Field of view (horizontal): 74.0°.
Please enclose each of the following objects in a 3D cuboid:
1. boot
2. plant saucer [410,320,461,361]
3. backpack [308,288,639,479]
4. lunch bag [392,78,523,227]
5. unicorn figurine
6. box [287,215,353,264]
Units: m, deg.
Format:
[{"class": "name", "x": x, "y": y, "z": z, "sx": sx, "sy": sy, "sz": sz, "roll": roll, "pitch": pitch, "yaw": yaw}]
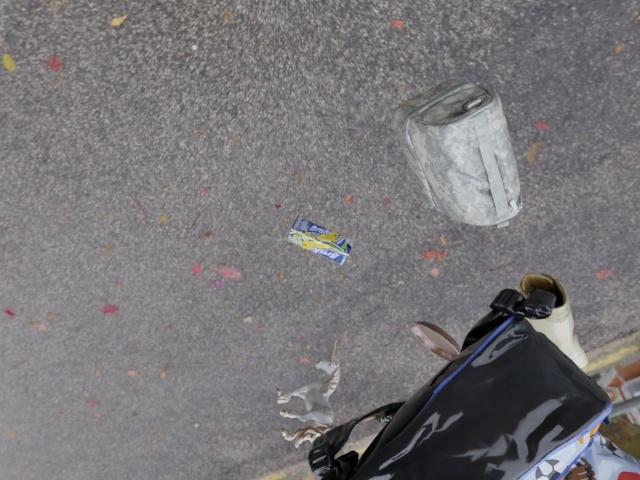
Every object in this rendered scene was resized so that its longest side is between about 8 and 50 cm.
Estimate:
[{"class": "boot", "x": 0.496, "y": 0.149, "z": 0.972, "sx": 0.095, "sy": 0.262, "sz": 0.203, "roll": -25, "pitch": 114, "yaw": 11}, {"class": "plant saucer", "x": 0.332, "y": 0.283, "z": 1.205, "sx": 0.029, "sy": 0.168, "sz": 0.168, "roll": -47, "pitch": 124, "yaw": -17}, {"class": "backpack", "x": 0.168, "y": 0.215, "z": 0.438, "sx": 0.276, "sy": 0.213, "sz": 0.263, "roll": -40, "pitch": 156, "yaw": 5}, {"class": "lunch bag", "x": 0.336, "y": -0.198, "z": 0.993, "sx": 0.212, "sy": 0.256, "sz": 0.305, "roll": -27, "pitch": 119, "yaw": 2}, {"class": "unicorn figurine", "x": -0.013, "y": 0.248, "z": 0.674, "sx": 0.111, "sy": 0.162, "sz": 0.060, "roll": -6, "pitch": 132, "yaw": -10}, {"class": "box", "x": 0.000, "y": 0.000, "z": 1.148, "sx": 0.168, "sy": 0.054, "sz": 0.059, "roll": 25, "pitch": 145, "yaw": -1}]
